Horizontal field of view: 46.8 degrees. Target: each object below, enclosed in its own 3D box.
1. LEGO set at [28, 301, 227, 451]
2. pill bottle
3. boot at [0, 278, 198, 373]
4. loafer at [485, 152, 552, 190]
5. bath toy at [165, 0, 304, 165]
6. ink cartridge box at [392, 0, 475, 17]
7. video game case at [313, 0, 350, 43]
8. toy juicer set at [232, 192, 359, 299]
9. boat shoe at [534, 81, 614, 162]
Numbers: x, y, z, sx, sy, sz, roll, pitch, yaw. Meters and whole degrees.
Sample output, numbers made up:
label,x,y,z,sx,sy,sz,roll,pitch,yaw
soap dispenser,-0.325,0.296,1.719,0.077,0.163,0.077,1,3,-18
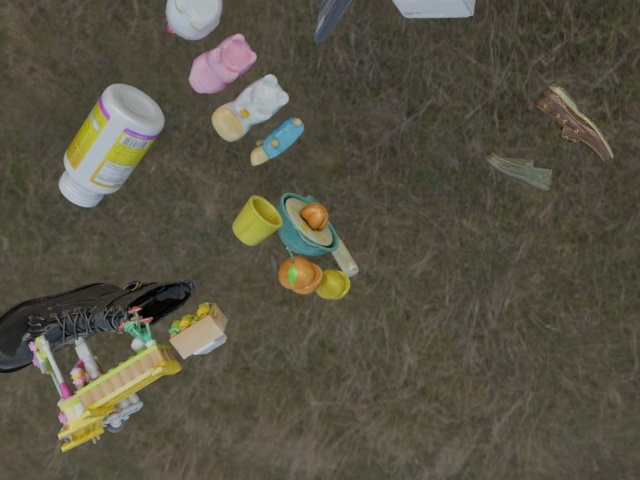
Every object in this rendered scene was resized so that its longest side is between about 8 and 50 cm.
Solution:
label,x,y,z,sx,sy,sz,roll,pitch,yaw
LEGO set,-0.219,0.122,0.754,0.287,0.132,0.107,-42,72,40
pill bottle,-0.142,-0.061,0.494,0.043,0.043,0.083,35,119,-16
boot,-0.336,0.112,1.075,0.229,0.263,0.091,-6,108,43
loafer,0.411,-0.150,1.520,0.148,0.056,0.050,24,99,-2
bath toy,-0.179,-0.313,1.399,0.348,0.151,0.129,58,166,-15
ink cartridge box,0.272,-0.640,1.684,0.171,0.237,0.100,8,176,25
video game case,0.047,-0.569,1.510,0.026,0.274,0.196,16,158,-16
toy juicer set,0.000,0.000,1.298,0.089,0.329,0.209,-44,79,22
boat shoe,0.465,-0.208,1.356,0.060,0.064,0.178,-42,92,15
